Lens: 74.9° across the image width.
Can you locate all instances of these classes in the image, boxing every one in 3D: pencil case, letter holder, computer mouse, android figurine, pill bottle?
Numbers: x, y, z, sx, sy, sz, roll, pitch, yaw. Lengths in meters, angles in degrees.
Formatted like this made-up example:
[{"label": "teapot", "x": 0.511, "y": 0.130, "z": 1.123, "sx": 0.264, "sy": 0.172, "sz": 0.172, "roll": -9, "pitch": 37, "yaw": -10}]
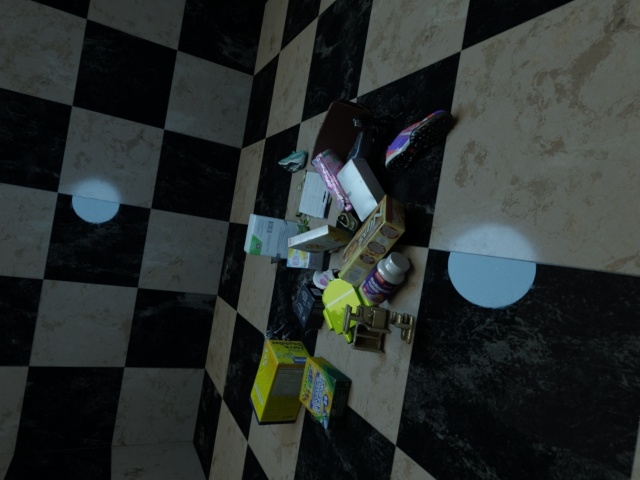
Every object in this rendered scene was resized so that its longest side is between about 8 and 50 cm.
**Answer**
[{"label": "pencil case", "x": 0.077, "y": -0.251, "z": 1.798, "sx": 0.124, "sy": 0.124, "sz": 0.284, "roll": -41, "pitch": 74, "yaw": 52}, {"label": "letter holder", "x": 0.065, "y": -0.483, "z": 1.901, "sx": 0.302, "sy": 0.214, "sz": 0.152, "roll": -68, "pitch": 29, "yaw": 24}, {"label": "computer mouse", "x": 0.189, "y": -0.379, "z": 1.708, "sx": 0.072, "sy": 0.188, "sz": 0.272, "roll": 58, "pitch": 143, "yaw": 36}, {"label": "android figurine", "x": 0.104, "y": 0.263, "z": 1.666, "sx": 0.248, "sy": 0.056, "sz": 0.273, "roll": -39, "pitch": 63, "yaw": 31}, {"label": "pill bottle", "x": 0.232, "y": 0.132, "z": 1.489, "sx": 0.194, "sy": 0.108, "sz": 0.108, "roll": -58, "pitch": 35, "yaw": 38}]

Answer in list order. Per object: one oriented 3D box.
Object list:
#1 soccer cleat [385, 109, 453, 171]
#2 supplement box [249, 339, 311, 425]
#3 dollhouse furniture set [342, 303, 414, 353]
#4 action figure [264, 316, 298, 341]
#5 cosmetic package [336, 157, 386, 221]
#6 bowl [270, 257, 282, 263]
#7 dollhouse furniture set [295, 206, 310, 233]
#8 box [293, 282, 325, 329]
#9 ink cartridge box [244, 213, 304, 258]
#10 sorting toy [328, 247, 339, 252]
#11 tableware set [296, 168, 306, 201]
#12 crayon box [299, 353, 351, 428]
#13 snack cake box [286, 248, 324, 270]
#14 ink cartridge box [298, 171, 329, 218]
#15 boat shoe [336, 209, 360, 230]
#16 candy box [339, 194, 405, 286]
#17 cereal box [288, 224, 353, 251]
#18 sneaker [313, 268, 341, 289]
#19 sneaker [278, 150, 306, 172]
[{"label": "soccer cleat", "x": 0.332, "y": -0.367, "z": 1.468, "sx": 0.318, "sy": 0.108, "sz": 0.117, "roll": 137, "pitch": 139, "yaw": -54}, {"label": "supplement box", "x": -0.195, "y": 0.692, "z": 2.049, "sx": 0.195, "sy": 0.194, "sz": 0.357, "roll": 44, "pitch": 120, "yaw": 58}, {"label": "dollhouse furniture set", "x": 0.181, "y": 0.314, "z": 1.433, "sx": 0.242, "sy": 0.212, "sz": 0.161, "roll": 103, "pitch": 176, "yaw": -85}, {"label": "action figure", "x": -0.228, "y": 0.540, "z": 2.229, "sx": 0.164, "sy": 0.140, "sz": 0.276, "roll": 52, "pitch": 126, "yaw": 41}, {"label": "cosmetic package", "x": 0.170, "y": -0.202, "z": 1.666, "sx": 0.117, "sy": 0.085, "sz": 0.231, "roll": -48, "pitch": 61, "yaw": 44}, {"label": "bowl", "x": -0.238, "y": 0.061, "z": 2.440, "sx": 0.170, "sy": 0.080, "sz": 0.170, "roll": -169, "pitch": 90, "yaw": -89}, {"label": "dollhouse furniture set", "x": -0.093, "y": -0.105, "z": 2.243, "sx": 0.059, "sy": 0.076, "sz": 0.152, "roll": -57, "pitch": 34, "yaw": 35}, {"label": "box", "x": -0.042, "y": 0.311, "z": 1.986, "sx": 0.156, "sy": 0.093, "sz": 0.158, "roll": 50, "pitch": 124, "yaw": 56}, {"label": "ink cartridge box", "x": -0.250, "y": -0.017, "z": 2.288, "sx": 0.121, "sy": 0.289, "sz": 0.211, "roll": 18, "pitch": 97, "yaw": 66}, {"label": "sorting toy", "x": 0.054, "y": 0.024, "z": 1.954, "sx": 0.075, "sy": 0.044, "sz": 0.083, "roll": 145, "pitch": 129, "yaw": -64}, {"label": "tableware set", "x": -0.100, "y": -0.313, "z": 2.386, "sx": 0.141, "sy": 0.020, "sz": 0.169, "roll": -59, "pitch": 34, "yaw": 34}, {"label": "crayon box", "x": 0.003, "y": 0.637, "z": 1.804, "sx": 0.323, "sy": 0.083, "sz": 0.203, "roll": 12, "pitch": 92, "yaw": 64}, {"label": "snack cake box", "x": -0.077, "y": 0.070, "z": 2.138, "sx": 0.264, "sy": 0.089, "sz": 0.152, "roll": -4, "pitch": 77, "yaw": 63}, {"label": "ink cartridge box", "x": -0.014, "y": -0.233, "z": 2.147, "sx": 0.224, "sy": 0.045, "sz": 0.224, "roll": 22, "pitch": 102, "yaw": 51}, {"label": "boat shoe", "x": 0.105, "y": -0.102, "z": 1.856, "sx": 0.190, "sy": 0.072, "sz": 0.068, "roll": 43, "pitch": 119, "yaw": 59}, {"label": "candy box", "x": 0.190, "y": 0.004, "z": 1.556, "sx": 0.316, "sy": 0.087, "sz": 0.183, "roll": -55, "pitch": 13, "yaw": 35}, {"label": "cereal box", "x": 0.000, "y": 0.000, "z": 1.842, "sx": 0.240, "sy": 0.173, "sz": 0.048, "roll": -19, "pitch": 65, "yaw": 39}, {"label": "sneaker", "x": 0.058, "y": 0.173, "z": 1.841, "sx": 0.252, "sy": 0.102, "sz": 0.111, "roll": 29, "pitch": 107, "yaw": 53}, {"label": "sneaker", "x": -0.160, "y": -0.474, "z": 2.501, "sx": 0.275, "sy": 0.107, "sz": 0.110, "roll": 5, "pitch": 66, "yaw": 59}]
